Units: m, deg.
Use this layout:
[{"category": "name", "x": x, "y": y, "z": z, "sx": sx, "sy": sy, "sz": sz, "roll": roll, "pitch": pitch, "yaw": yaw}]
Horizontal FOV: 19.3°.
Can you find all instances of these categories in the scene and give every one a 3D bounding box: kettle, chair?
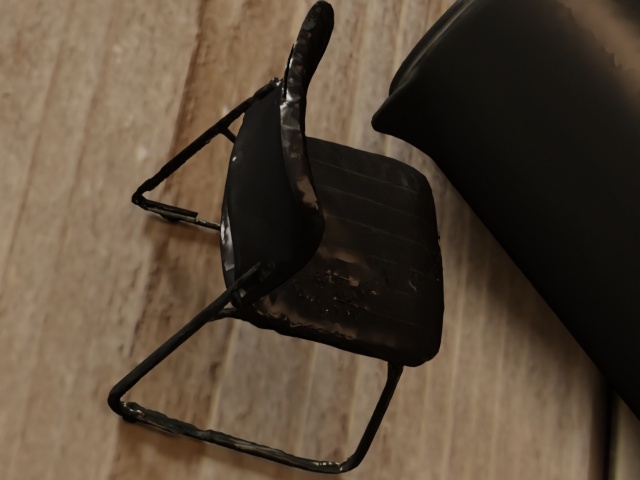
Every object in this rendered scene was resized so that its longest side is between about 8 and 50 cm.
[{"category": "kettle", "x": 0.222, "y": -0.048, "z": 1.077, "sx": 0.308, "sy": 0.262, "sz": 0.203, "roll": 50, "pitch": 18, "yaw": 9}, {"category": "chair", "x": 0.000, "y": 0.000, "z": 0.937, "sx": 0.145, "sy": 0.221, "sz": 0.140, "roll": 15, "pitch": 55, "yaw": -20}]
